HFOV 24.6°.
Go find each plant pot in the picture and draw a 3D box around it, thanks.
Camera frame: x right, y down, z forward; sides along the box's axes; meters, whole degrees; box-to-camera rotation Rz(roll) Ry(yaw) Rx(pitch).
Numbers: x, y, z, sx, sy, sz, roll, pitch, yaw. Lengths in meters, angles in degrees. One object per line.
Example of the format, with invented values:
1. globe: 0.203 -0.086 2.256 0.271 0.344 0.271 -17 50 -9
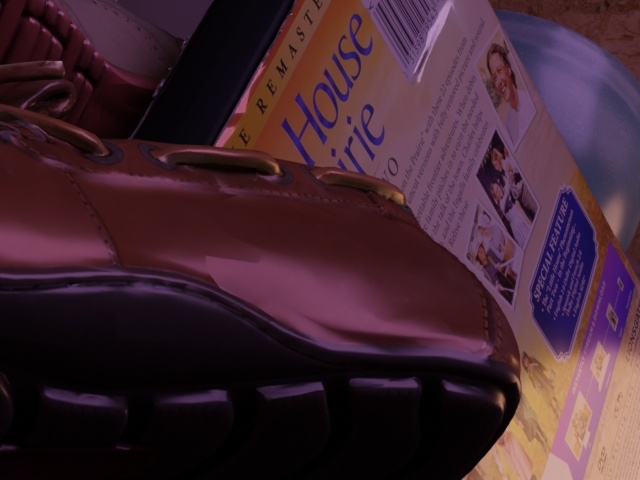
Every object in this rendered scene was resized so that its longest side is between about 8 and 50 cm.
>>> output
1. plant pot: 0.130 -0.020 1.234 0.293 0.293 0.196 42 43 -29

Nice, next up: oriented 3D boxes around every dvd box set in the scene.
1. dvd box set: 0.064 0.039 0.785 0.420 0.062 0.308 54 43 -34

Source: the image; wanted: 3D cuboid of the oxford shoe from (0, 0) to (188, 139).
1. oxford shoe: -0.165 -0.072 0.701 0.146 0.140 0.397 43 13 34

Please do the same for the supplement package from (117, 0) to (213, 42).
1. supplement package: -0.097 -0.272 1.245 0.262 0.204 0.145 42 15 -29

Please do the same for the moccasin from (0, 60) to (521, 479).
1. moccasin: -0.107 0.005 0.472 0.380 0.139 0.147 2 44 -30
